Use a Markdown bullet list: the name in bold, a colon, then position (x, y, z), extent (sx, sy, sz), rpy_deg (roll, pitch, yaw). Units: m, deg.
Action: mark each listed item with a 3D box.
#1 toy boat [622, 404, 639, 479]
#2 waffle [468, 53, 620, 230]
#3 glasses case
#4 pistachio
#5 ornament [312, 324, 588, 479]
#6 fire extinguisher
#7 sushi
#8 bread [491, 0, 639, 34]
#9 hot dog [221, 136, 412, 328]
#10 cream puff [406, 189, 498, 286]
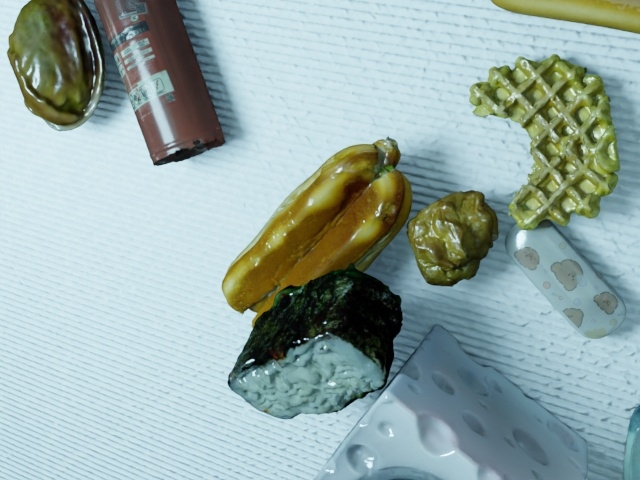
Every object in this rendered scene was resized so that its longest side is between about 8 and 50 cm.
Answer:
- **toy boat**: position (0.420, 0.289, 0.795), extent (0.134, 0.079, 0.208), rpy_deg (-8, 87, 16)
- **waffle**: position (0.250, -0.112, 0.775), extent (0.148, 0.051, 0.194), rpy_deg (-8, 90, 23)
- **glasses case**: position (0.284, 0.042, 0.804), extent (0.063, 0.041, 0.164), rpy_deg (-43, 82, 22)
- **pistachio**: position (-0.370, -0.260, 0.966), extent (0.165, 0.130, 0.211), rpy_deg (-1, 92, 26)
- **ornament**: position (0.137, 0.290, 0.810), extent (0.239, 0.239, 0.239), rpy_deg (38, 112, 11)
- **fire extinguisher**: position (-0.233, -0.270, 0.895), extent (0.106, 0.147, 0.337), rpy_deg (-20, 94, 11)
- **sushi**: position (-0.003, 0.122, 0.810), extent (0.124, 0.127, 0.225), rpy_deg (39, 134, -19)
- **bread**: position (0.299, -0.266, 0.716), extent (0.239, 0.074, 0.093), rpy_deg (19, 114, 18)
- **hot dog**: position (0.000, 0.000, 0.877), extent (0.135, 0.100, 0.337), rpy_deg (46, 124, 5)
- **cream puff**: position (0.155, 0.001, 0.811), extent (0.122, 0.116, 0.094), rpy_deg (-38, 73, 39)
